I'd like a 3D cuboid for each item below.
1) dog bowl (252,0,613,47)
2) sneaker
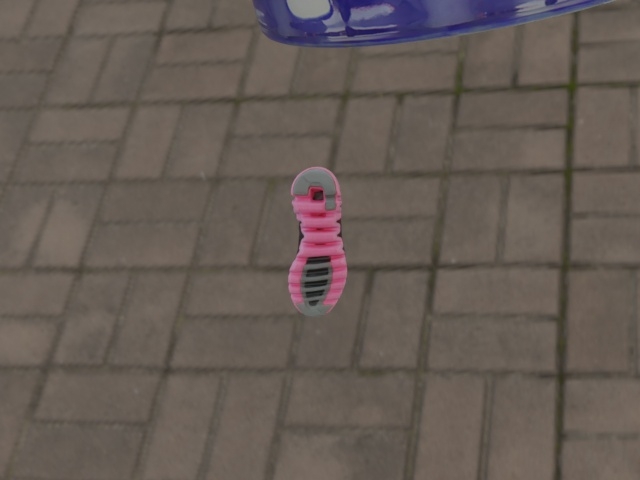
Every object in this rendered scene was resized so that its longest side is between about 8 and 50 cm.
[{"bbox_3d":[0.082,-0.192,0.702,0.265,0.104,0.265,-11,20,4],"label":"dog bowl"},{"bbox_3d":[0.000,0.000,1.006,0.047,0.119,0.057,4,8,4],"label":"sneaker"}]
